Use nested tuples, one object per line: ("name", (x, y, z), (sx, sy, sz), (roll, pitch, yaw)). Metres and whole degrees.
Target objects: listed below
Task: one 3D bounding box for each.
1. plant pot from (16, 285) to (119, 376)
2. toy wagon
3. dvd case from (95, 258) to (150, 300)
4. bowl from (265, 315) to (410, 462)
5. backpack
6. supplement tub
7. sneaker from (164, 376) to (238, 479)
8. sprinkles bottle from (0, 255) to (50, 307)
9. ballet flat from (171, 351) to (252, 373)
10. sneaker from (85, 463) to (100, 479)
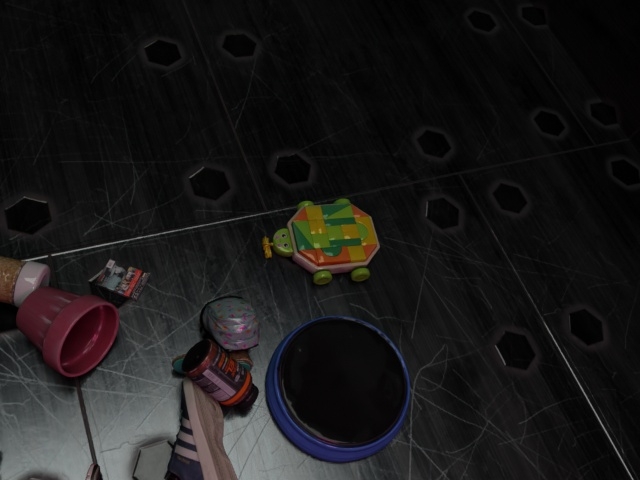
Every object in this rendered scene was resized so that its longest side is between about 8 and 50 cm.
("plant pot", (-0.627, 0.205, 1.619), (0.180, 0.201, 0.201), (24, 55, 19))
("toy wagon", (0.000, 0.000, 1.973), (0.344, 0.068, 0.267), (-4, 60, -17))
("dvd case", (-0.536, 0.106, 1.799), (0.119, 0.013, 0.087), (21, 56, -3))
("bowl", (0.053, 0.378, 1.750), (0.391, 0.077, 0.391), (7, 58, -10))
("backpack", (-0.229, 0.214, 1.714), (0.152, 0.115, 0.182), (-16, 24, -20))
("supplement tub", (-0.241, 0.338, 1.639), (0.198, 0.106, 0.106), (47, 51, -29))
("sneaker", (-0.307, 0.487, 1.568), (0.148, 0.131, 0.350), (-32, 47, 11))
("sprinkles bottle", (-0.874, 0.081, 1.661), (0.355, 0.121, 0.121), (13, 57, -6))
("ballet flat", (-0.280, 0.312, 1.719), (0.206, 0.073, 0.067), (7, 30, -14))
("sneaker", (-0.489, 0.586, 1.486), (0.075, 0.063, 0.170), (-3, 65, -16))
